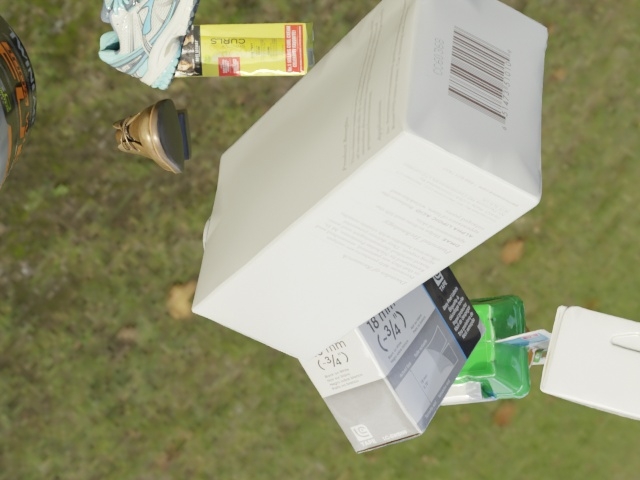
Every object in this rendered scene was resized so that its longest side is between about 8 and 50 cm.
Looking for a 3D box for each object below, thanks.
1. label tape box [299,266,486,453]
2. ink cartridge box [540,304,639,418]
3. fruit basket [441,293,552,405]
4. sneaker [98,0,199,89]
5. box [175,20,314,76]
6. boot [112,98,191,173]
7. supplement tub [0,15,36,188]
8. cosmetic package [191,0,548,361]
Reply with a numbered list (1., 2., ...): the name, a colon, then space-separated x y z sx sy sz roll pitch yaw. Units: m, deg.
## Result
1. label tape box: 0.045 0.049 1.698 0.106 0.333 0.240 -22 -164 35
2. ink cartridge box: 0.425 0.178 1.886 0.289 0.211 0.121 26 78 -70
3. fruit basket: 0.222 0.191 2.155 0.353 0.327 0.165 38 48 -63
4. sneaker: -0.221 -0.307 1.805 0.283 0.122 0.110 116 -15 -48
5. box: -0.128 -0.300 2.210 0.058 0.232 0.087 -41 132 -74
6. boot: -0.266 -0.157 2.162 0.305 0.115 0.112 -117 -157 -87
7. supplement tub: -0.332 -0.101 1.117 0.193 0.194 0.316 -58 -167 13
8. cosmetic package: 0.039 -0.062 1.372 0.385 0.156 0.217 -39 -146 48
